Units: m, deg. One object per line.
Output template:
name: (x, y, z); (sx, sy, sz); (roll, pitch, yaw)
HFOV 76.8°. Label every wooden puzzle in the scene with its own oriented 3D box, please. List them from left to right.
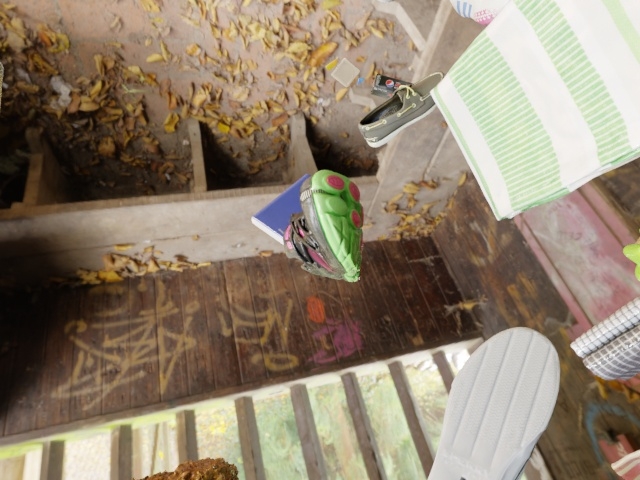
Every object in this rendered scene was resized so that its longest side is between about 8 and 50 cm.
wooden puzzle: (0.079, -0.532, 1.278); (0.116, 0.014, 0.078); (36, 129, -28)

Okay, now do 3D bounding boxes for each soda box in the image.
soda box: (0.272, -0.547, 1.467); (0.168, 0.053, 0.060); (14, 170, -4)

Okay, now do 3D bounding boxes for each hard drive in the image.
hard drive: (-0.074, -0.116, 1.540); (0.318, 0.210, 0.040); (-44, 157, -32)

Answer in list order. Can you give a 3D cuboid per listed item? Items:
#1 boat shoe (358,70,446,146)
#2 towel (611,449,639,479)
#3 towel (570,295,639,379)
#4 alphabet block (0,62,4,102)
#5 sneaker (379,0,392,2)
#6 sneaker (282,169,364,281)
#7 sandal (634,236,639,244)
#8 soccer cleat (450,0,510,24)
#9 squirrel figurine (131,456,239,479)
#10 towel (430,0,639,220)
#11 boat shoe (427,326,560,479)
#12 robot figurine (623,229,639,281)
boat shoe: (0.253, -0.411, 1.229); (0.305, 0.109, 0.091); (-36, 136, 15)
towel: (0.633, 0.423, 0.683); (0.144, 0.197, 0.029); (-51, 174, 27)
towel: (0.842, 0.271, 1.071); (0.283, 0.121, 0.235); (19, 122, -34)
alphabet block: (-0.497, -0.111, 0.458); (0.193, 0.197, 0.192); (5, 165, -44)
sneaker: (0.162, -0.591, 0.786); (0.090, 0.235, 0.095); (18, 173, 10)
sneaker: (0.000, 0.000, 0.961); (0.202, 0.185, 0.483); (2, 159, 7)
sandal: (0.504, -0.076, 0.574); (0.240, 0.079, 0.088); (-46, 176, -13)
soccer cleat: (0.423, -0.670, 1.099); (0.143, 0.331, 0.116); (28, 113, -16)
squirrel figurine: (-0.224, 0.469, 0.558); (0.370, 0.397, 0.281); (-39, 116, 11)
towel: (0.274, -0.181, 0.473); (0.038, 0.248, 0.325); (-20, 170, -23)
boat shoe: (0.220, 0.278, 0.557); (0.335, 0.121, 0.119); (-58, 148, -12)
robot figurine: (0.343, 0.030, 0.363); (0.101, 0.115, 0.067); (-56, 164, 8)
